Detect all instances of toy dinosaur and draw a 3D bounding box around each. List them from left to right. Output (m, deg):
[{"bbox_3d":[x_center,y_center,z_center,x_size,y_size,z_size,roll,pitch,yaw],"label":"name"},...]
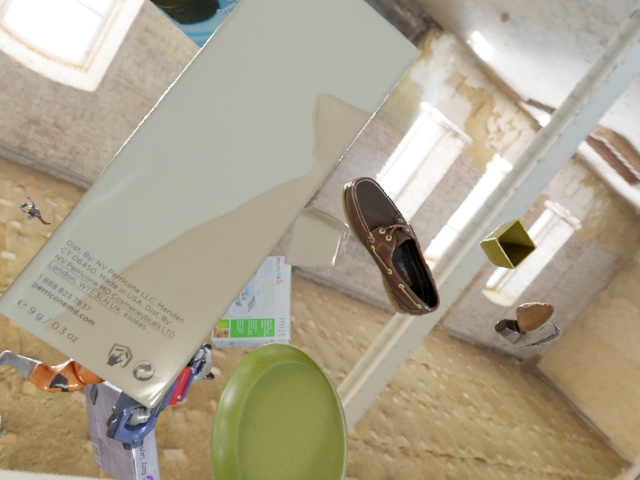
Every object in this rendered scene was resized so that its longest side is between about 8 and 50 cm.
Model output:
[{"bbox_3d":[-0.775,-0.075,1.460,0.082,0.047,0.090,31,158,55],"label":"toy dinosaur"}]

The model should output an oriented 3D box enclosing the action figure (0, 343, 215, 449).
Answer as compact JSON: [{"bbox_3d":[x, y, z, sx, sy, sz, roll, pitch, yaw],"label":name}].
[{"bbox_3d":[-0.311,0.150,0.879,0.330,0.341,0.178,25,-165,-31],"label":"action figure"}]

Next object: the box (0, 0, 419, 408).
[{"bbox_3d":[-0.078,-0.049,0.422,0.121,0.311,0.148,38,175,-11],"label":"box"}]

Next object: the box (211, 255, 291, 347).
[{"bbox_3d":[-0.206,0.190,1.672,0.231,0.261,0.126,0,158,-1],"label":"box"}]

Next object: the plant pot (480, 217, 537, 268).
[{"bbox_3d":[0.398,0.010,1.182,0.081,0.081,0.083,56,160,-8],"label":"plant pot"}]

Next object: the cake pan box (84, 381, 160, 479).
[{"bbox_3d":[-0.490,0.460,1.331,0.070,0.266,0.246,-10,-172,-43],"label":"cake pan box"}]

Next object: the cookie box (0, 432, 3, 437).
[{"bbox_3d":[-0.864,0.510,1.348,0.092,0.107,0.040,18,153,14],"label":"cookie box"}]

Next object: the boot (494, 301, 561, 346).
[{"bbox_3d":[0.318,0.125,0.792,0.087,0.118,0.042,18,-119,-23],"label":"boot"}]

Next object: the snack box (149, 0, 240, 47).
[{"bbox_3d":[-0.093,-0.379,0.659,0.187,0.322,0.060,36,-134,-46],"label":"snack box"}]

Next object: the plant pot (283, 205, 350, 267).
[{"bbox_3d":[0.000,0.000,1.081,0.096,0.108,0.109,16,-167,14],"label":"plant pot"}]

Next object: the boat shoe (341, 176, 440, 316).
[{"bbox_3d":[0.100,0.004,0.730,0.206,0.073,0.073,61,161,-2],"label":"boat shoe"}]

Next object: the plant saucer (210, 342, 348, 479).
[{"bbox_3d":[-0.050,0.250,0.677,0.037,0.241,0.241,19,-158,-45],"label":"plant saucer"}]
